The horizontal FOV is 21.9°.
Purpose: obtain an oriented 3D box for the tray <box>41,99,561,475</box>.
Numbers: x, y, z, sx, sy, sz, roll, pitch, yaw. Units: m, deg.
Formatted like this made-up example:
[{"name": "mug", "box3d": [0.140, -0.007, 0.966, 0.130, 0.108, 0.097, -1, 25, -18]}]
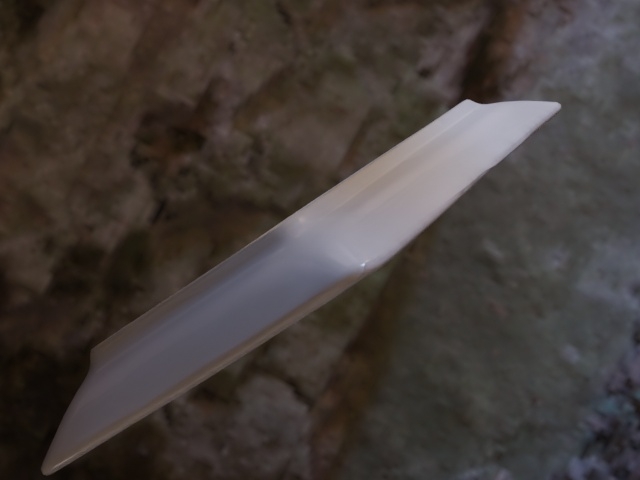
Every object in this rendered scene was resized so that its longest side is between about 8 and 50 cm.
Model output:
[{"name": "tray", "box3d": [0.000, 0.000, 0.638, 0.145, 0.030, 0.270, -32, 2, 26]}]
